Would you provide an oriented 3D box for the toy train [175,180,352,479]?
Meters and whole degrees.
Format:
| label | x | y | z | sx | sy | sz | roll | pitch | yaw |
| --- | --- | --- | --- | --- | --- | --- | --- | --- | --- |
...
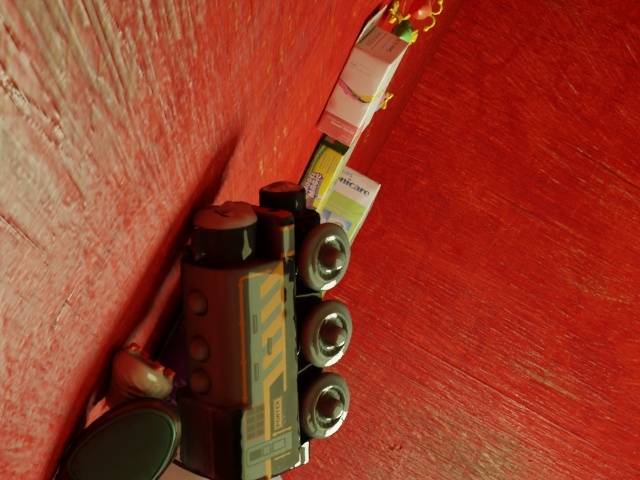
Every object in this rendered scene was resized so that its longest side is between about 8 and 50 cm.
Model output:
| label | x | y | z | sx | sy | sz | roll | pitch | yaw |
| --- | --- | --- | --- | --- | --- | --- | --- | --- | --- |
| toy train | -0.067 | 0.106 | 1.250 | 0.190 | 0.142 | 0.334 | -16 | 112 | -45 |

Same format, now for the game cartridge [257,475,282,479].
| label | x | y | z | sx | sy | sz | roll | pitch | yaw |
| --- | --- | --- | --- | --- | --- | --- | --- | --- | --- |
| game cartridge | -0.208 | 0.402 | 1.714 | 0.196 | 0.060 | 0.294 | -43 | 150 | 16 |

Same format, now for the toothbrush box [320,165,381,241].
| label | x | y | z | sx | sy | sz | roll | pitch | yaw |
| --- | --- | --- | --- | --- | --- | --- | --- | --- | --- |
| toothbrush box | 0.000 | 0.000 | 2.376 | 0.283 | 0.122 | 0.206 | -62 | 177 | -14 |

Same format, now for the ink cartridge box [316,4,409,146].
| label | x | y | z | sx | sy | sz | roll | pitch | yaw |
| --- | --- | --- | --- | --- | --- | --- | --- | --- | --- |
| ink cartridge box | 0.074 | -0.260 | 1.797 | 0.198 | 0.067 | 0.115 | -64 | 175 | 33 |

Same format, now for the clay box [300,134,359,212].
| label | x | y | z | sx | sy | sz | roll | pitch | yaw |
| --- | --- | --- | --- | --- | --- | --- | --- | --- | --- |
| clay box | -0.006 | -0.096 | 2.057 | 0.222 | 0.053 | 0.127 | -62 | 177 | 30 |

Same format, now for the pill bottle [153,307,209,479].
| label | x | y | z | sx | sy | sz | roll | pitch | yaw |
| --- | --- | --- | --- | --- | --- | --- | --- | --- | --- |
| pill bottle | -0.134 | 0.198 | 1.466 | 0.323 | 0.181 | 0.181 | -62 | 177 | 11 |

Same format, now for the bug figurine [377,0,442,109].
| label | x | y | z | sx | sy | sz | roll | pitch | yaw |
| --- | --- | --- | --- | --- | --- | --- | --- | --- | --- |
| bug figurine | 0.122 | -0.318 | 2.008 | 0.279 | 0.072 | 0.216 | -62 | 176 | 21 |

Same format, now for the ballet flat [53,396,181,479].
| label | x | y | z | sx | sy | sz | roll | pitch | yaw |
| --- | --- | --- | --- | --- | --- | --- | --- | --- | --- |
| ballet flat | -0.241 | 0.258 | 1.226 | 0.280 | 0.095 | 0.096 | -51 | -170 | 16 |

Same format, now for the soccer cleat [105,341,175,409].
| label | x | y | z | sx | sy | sz | roll | pitch | yaw |
| --- | --- | --- | --- | --- | --- | --- | --- | --- | --- |
| soccer cleat | -0.198 | 0.161 | 1.227 | 0.076 | 0.068 | 0.196 | -52 | 176 | -13 |
